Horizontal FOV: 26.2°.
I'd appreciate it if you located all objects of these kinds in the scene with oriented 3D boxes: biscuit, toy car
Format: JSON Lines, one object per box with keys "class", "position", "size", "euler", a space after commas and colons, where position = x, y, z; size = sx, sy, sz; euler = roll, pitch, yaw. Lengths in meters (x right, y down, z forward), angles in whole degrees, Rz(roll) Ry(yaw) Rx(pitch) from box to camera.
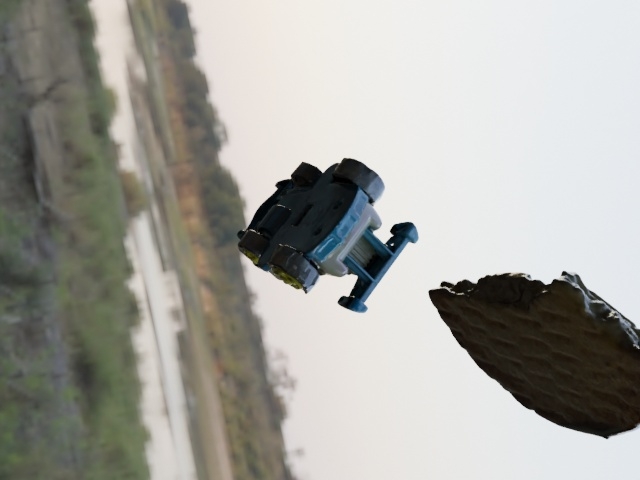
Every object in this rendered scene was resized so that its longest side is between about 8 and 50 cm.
{"class": "biscuit", "position": [0.170, 0.072, 1.055], "size": [0.228, 0.031, 0.176], "euler": [36, -31, 35]}
{"class": "toy car", "position": [0.000, 0.000, 1.261], "size": [0.098, 0.126, 0.161], "euler": [44, -18, -23]}
